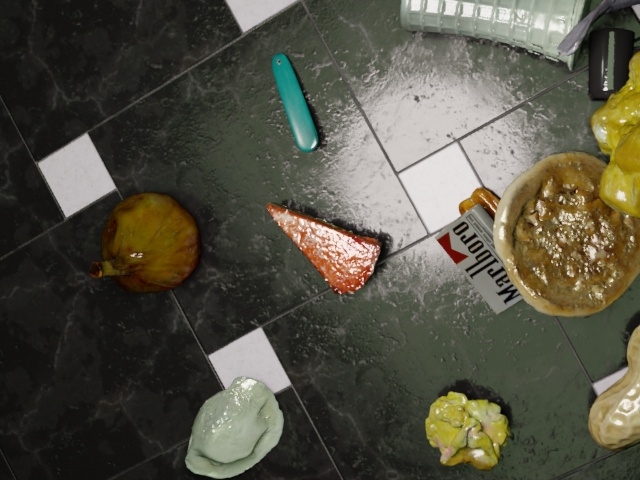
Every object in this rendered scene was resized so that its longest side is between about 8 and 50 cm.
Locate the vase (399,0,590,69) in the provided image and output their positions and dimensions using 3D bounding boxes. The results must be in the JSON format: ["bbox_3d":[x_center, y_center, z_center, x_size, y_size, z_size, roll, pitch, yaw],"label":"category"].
[{"bbox_3d":[0.288,-0.379,1.781,0.299,0.143,0.143,12,98,16],"label":"vase"}]

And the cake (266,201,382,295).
[{"bbox_3d":[-0.004,0.019,1.908,0.220,0.086,0.116,19,97,10],"label":"cake"}]

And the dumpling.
[{"bbox_3d":[-0.163,0.355,1.965,0.153,0.108,0.219,34,104,9],"label":"dumpling"}]

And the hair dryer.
[{"bbox_3d":[0.568,-0.288,1.764,0.248,0.070,0.114,2,95,5],"label":"hair dryer"}]

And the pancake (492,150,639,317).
[{"bbox_3d":[0.417,-0.011,1.777,0.282,0.049,0.282,0,86,-7],"label":"pancake"}]

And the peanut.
[{"bbox_3d":[0.553,0.225,1.772,0.136,0.120,0.298,32,101,5],"label":"peanut"}]

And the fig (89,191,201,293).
[{"bbox_3d":[-0.347,0.021,1.905,0.191,0.290,0.190,13,113,33],"label":"fig"}]

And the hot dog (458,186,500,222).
[{"bbox_3d":[0.313,-0.019,1.849,0.071,0.045,0.165,-45,84,12],"label":"hot dog"}]

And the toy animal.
[{"bbox_3d":[0.495,-0.435,1.678,0.367,0.081,0.206,-22,88,-20],"label":"toy animal"}]

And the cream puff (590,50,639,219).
[{"bbox_3d":[0.587,-0.173,1.630,0.323,0.270,0.274,-4,104,2],"label":"cream puff"}]

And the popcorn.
[{"bbox_3d":[0.254,0.332,1.861,0.145,0.126,0.126,39,128,-8],"label":"popcorn"}]

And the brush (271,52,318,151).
[{"bbox_3d":[-0.044,-0.248,1.928,0.043,0.032,0.193,-23,77,19],"label":"brush"}]

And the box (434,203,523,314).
[{"bbox_3d":[0.289,0.033,1.833,0.177,0.036,0.115,51,140,0],"label":"box"}]
